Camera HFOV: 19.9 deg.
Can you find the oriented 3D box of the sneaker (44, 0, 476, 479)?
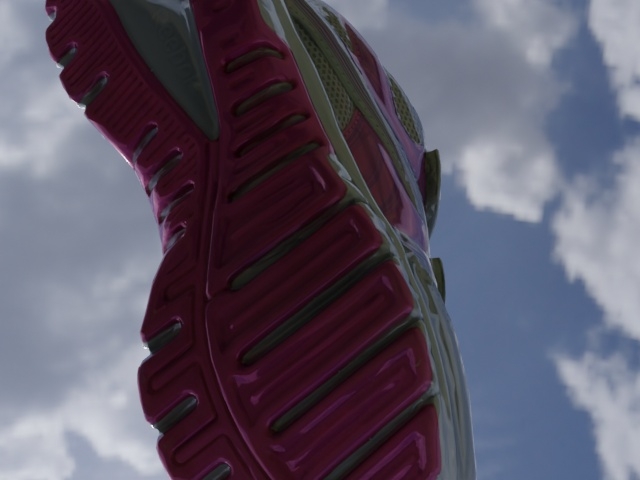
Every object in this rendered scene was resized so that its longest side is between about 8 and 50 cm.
[{"bbox_3d":[0.000,0.000,0.600,0.103,0.111,0.252,-29,-115,27],"label":"sneaker"}]
